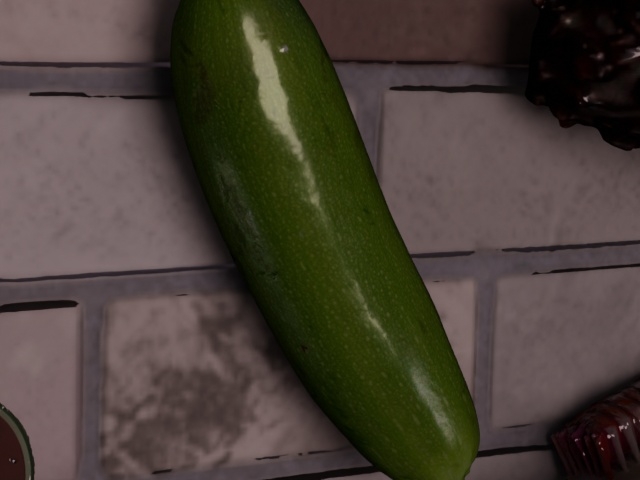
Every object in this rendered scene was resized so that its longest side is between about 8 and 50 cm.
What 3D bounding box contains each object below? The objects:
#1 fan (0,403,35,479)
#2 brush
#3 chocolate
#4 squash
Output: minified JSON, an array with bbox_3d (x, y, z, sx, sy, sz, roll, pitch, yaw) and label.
[{"bbox_3d":[-0.154,0.123,0.872,0.133,0.005,0.085,39,75,-29],"label":"fan"},{"bbox_3d":[0.265,0.068,1.102,0.321,0.060,0.050,-24,98,-28],"label":"brush"},{"bbox_3d":[0.173,-0.094,0.988,0.133,0.156,0.156,-12,103,-15],"label":"chocolate"},{"bbox_3d":[-0.002,0.000,0.906,0.082,0.082,0.292,-34,114,-24],"label":"squash"}]
